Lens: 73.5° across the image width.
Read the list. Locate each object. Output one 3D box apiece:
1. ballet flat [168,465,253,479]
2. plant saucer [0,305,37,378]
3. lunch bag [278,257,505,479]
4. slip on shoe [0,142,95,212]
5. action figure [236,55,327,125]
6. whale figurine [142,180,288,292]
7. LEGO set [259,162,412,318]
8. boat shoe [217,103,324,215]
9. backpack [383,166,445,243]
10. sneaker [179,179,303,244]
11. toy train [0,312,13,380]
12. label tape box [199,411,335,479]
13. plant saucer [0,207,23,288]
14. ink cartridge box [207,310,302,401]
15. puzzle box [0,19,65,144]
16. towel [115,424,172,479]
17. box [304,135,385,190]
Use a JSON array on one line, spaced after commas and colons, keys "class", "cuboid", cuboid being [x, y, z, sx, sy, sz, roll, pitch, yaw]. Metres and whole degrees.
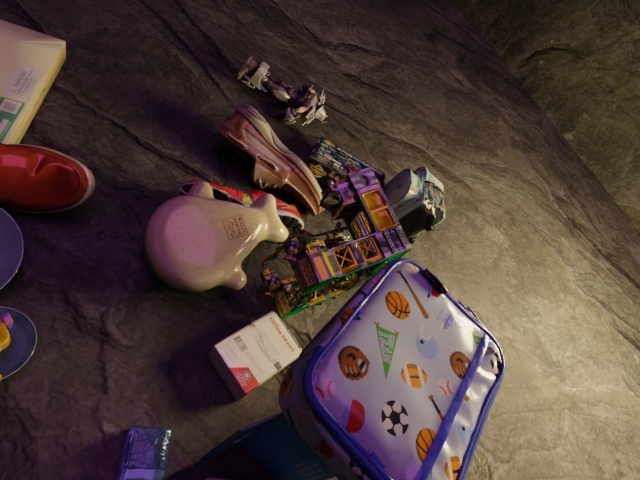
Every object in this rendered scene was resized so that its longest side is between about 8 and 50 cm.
[{"class": "ballet flat", "cuboid": [-0.122, 0.374, 0.619, 0.203, 0.074, 0.074, 19, 48, -12]}, {"class": "plant saucer", "cuboid": [-0.485, 0.154, 0.627, 0.119, 0.021, 0.120, 16, 49, -19]}, {"class": "lunch bag", "cuboid": [0.113, 0.175, 0.557, 0.243, 0.115, 0.303, 46, 48, 5]}, {"class": "slip on shoe", "cuboid": [-0.560, -0.114, 0.710, 0.331, 0.123, 0.101, 11, 6, -21]}, {"class": "action figure", "cuboid": [-0.098, -0.429, 1.259, 0.284, 0.099, 0.185, 32, 39, -10]}, {"class": "whale figurine", "cuboid": [-0.200, -0.005, 0.823, 0.271, 0.141, 0.217, -23, 89, -34]}, {"class": "LEGO set", "cuboid": [0.000, 0.000, 0.805, 0.254, 0.331, 0.192, -21, 76, -13]}, {"class": "boat shoe", "cuboid": [-0.119, -0.176, 1.048, 0.116, 0.123, 0.324, -43, 91, -10]}, {"class": "backpack", "cuboid": [0.242, -0.108, 1.147, 0.144, 0.166, 0.188, 39, 43, -10]}, {"class": "sneaker", "cuboid": [-0.172, -0.069, 0.949, 0.278, 0.107, 0.118, 18, 30, -21]}, {"class": "toy train", "cuboid": [-0.494, 0.151, 0.580, 0.125, 0.046, 0.166, 1, 53, -28]}, {"class": "label tape box", "cuboid": [0.015, 0.293, 0.654, 0.333, 0.241, 0.106, -12, 64, -35]}, {"class": "plant saucer", "cuboid": [-0.572, 0.021, 0.659, 0.194, 0.037, 0.195, 13, 60, -24]}, {"class": "ink cartridge box", "cuboid": [-0.116, 0.205, 0.773, 0.135, 0.056, 0.099, -26, 71, -40]}, {"class": "puzzle box", "cuboid": [-0.712, -0.315, 0.844, 0.271, 0.052, 0.409, 14, 50, -21]}, {"class": "towel", "cuboid": [-0.256, 0.330, 0.616, 0.067, 0.029, 0.120, 16, 49, -20]}, {"class": "box", "cuboid": [0.069, -0.183, 1.159, 0.220, 0.051, 0.175, 30, 31, -7]}]
